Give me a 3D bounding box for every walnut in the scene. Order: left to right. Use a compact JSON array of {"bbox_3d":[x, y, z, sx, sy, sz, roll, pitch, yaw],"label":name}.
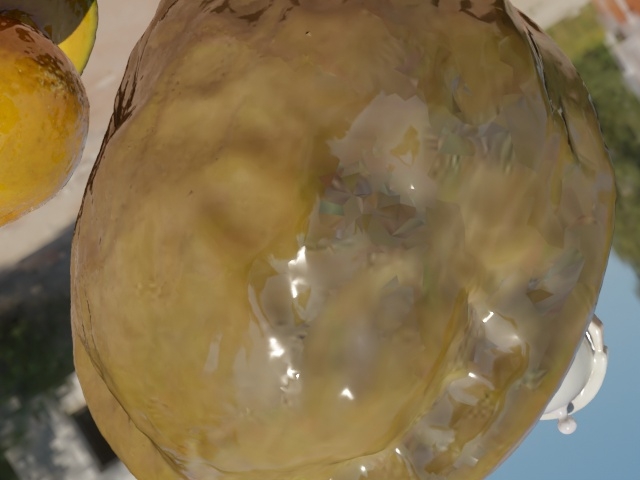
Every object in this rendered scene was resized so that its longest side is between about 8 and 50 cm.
[{"bbox_3d":[0.002,-0.014,1.079,0.383,0.383,0.383,-32,180,0],"label":"walnut"}]

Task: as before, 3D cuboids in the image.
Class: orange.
[{"bbox_3d":[-0.321,-0.108,1.551,0.219,0.193,0.219,-30,176,-3],"label":"orange"}]

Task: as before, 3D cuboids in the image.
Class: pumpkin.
[{"bbox_3d":[-0.334,-0.265,1.762,0.149,0.130,0.254,-41,136,-9],"label":"pumpkin"}]

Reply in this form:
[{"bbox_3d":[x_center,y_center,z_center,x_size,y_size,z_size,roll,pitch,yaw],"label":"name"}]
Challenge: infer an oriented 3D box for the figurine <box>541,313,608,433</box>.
[{"bbox_3d":[0.196,0.086,1.715,0.162,0.237,0.141,-39,-178,31],"label":"figurine"}]
